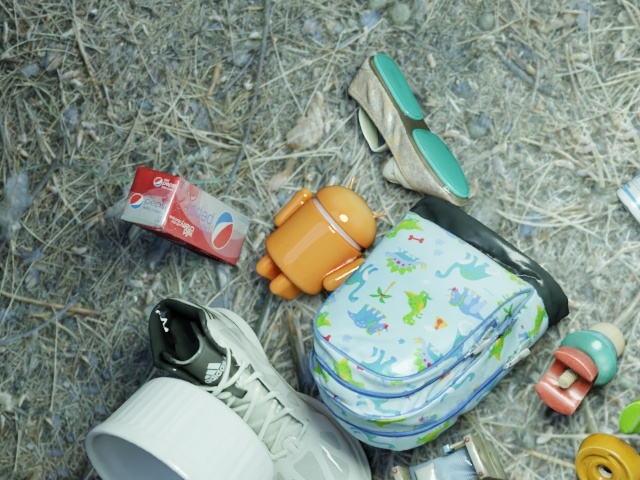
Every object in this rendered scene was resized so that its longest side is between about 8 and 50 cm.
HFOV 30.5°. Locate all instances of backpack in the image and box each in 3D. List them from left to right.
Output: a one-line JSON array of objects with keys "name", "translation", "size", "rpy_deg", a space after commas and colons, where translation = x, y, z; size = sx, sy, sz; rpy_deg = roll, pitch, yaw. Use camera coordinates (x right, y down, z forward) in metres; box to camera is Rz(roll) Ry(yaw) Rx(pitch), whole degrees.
[{"name": "backpack", "translation": [0.141, 0.126, 1.681], "size": [0.290, 0.273, 0.355], "rpy_deg": [38, 83, 25]}]

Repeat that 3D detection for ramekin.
[{"name": "ramekin", "translation": [-0.200, 0.331, 1.736], "size": [0.277, 0.277, 0.135], "rpy_deg": [22, 53, 26]}]

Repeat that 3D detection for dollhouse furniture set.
[{"name": "dollhouse furniture set", "translation": [0.168, 0.290, 1.730], "size": [0.129, 0.129, 0.183], "rpy_deg": [-27, 67, 14]}]

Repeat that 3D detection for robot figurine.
[{"name": "robot figurine", "translation": [0.001, 0.002, 1.881], "size": [0.219, 0.128, 0.158], "rpy_deg": [-43, 25, 8]}]

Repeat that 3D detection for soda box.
[{"name": "soda box", "translation": [-0.213, -0.036, 1.903], "size": [0.083, 0.263, 0.092], "rpy_deg": [16, 83, 25]}]

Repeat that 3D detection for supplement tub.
[{"name": "supplement tub", "translation": [0.496, -0.075, 1.721], "size": [0.107, 0.071, 0.071], "rpy_deg": [-39, 65, 10]}]

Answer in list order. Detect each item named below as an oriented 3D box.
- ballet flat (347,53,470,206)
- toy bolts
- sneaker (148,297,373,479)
[{"name": "ballet flat", "translation": [0.135, -0.158, 1.893], "size": [0.106, 0.108, 0.316], "rpy_deg": [-43, 57, 30]}, {"name": "toy bolts", "translation": [0.427, 0.226, 1.665], "size": [0.228, 0.158, 0.218], "rpy_deg": [41, 135, 17]}, {"name": "sneaker", "translation": [-0.121, 0.258, 1.791], "size": [0.169, 0.257, 0.447], "rpy_deg": [-48, 64, 5]}]
